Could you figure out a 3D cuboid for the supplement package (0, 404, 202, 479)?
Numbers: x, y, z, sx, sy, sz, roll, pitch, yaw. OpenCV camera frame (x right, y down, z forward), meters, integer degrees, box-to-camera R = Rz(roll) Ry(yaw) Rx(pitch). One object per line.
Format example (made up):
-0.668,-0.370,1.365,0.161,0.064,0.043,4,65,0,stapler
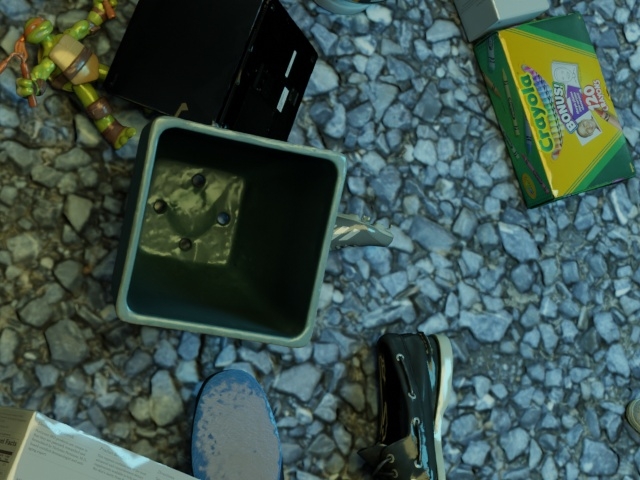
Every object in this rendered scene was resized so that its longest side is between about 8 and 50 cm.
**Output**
-0.301,0.304,1.437,0.262,0.204,0.145,32,69,-34,supplement package

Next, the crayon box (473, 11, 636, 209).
0.368,-0.205,1.911,0.165,0.081,0.278,-16,86,-24,crayon box

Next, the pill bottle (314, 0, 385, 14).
0.079,-0.432,1.736,0.162,0.278,0.162,5,77,-21,pill bottle

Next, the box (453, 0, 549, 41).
0.281,-0.375,1.901,0.101,0.102,0.087,-17,84,-24,box

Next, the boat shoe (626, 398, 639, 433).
0.554,0.307,1.891,0.170,0.059,0.063,37,68,-11,boat shoe

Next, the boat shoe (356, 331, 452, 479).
0.107,0.285,1.684,0.113,0.127,0.340,14,73,-17,boat shoe

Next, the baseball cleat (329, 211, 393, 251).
0.000,0.000,1.741,0.206,0.072,0.109,16,87,-13,baseball cleat

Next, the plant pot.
-0.142,-0.022,1.565,0.247,0.252,0.247,10,94,-20,plant pot

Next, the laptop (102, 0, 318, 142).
-0.144,-0.238,1.708,0.264,0.137,0.234,46,59,-54,laptop

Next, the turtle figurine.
-0.332,-0.221,1.633,0.217,0.087,0.269,44,52,-19,turtle figurine

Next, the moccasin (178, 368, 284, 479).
-0.112,0.341,1.595,0.138,0.117,0.341,-5,86,-10,moccasin
